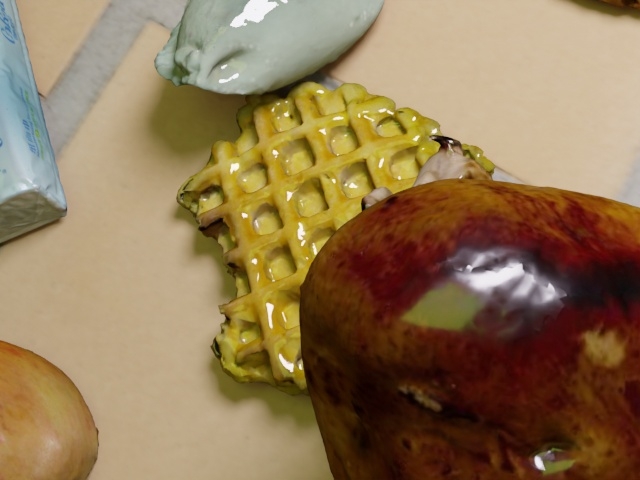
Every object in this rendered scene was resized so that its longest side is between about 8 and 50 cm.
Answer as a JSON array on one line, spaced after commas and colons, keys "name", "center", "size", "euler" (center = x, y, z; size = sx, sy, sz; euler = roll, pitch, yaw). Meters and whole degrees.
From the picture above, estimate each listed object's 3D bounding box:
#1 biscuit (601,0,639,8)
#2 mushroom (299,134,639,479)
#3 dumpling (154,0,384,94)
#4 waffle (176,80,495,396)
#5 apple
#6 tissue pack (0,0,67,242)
[{"name": "biscuit", "center": [0.263, -0.347, 1.256], "size": [0.289, 0.081, 0.334], "euler": [-32, 67, 11]}, {"name": "mushroom", "center": [0.148, 0.096, 1.100], "size": [0.345, 0.259, 0.346], "euler": [-1, 105, -4]}, {"name": "dumpling", "center": [-0.045, -0.199, 1.313], "size": [0.216, 0.105, 0.149], "euler": [-32, 62, -10]}, {"name": "waffle", "center": [-0.001, -0.001, 1.275], "size": [0.291, 0.051, 0.291], "euler": [-6, 70, 18]}, {"name": "apple", "center": [-0.334, 0.207, 1.287], "size": [0.251, 0.163, 0.293], "euler": [13, 78, 23]}, {"name": "tissue pack", "center": [-0.340, -0.117, 1.423], "size": [0.177, 0.089, 0.263], "euler": [-22, 69, 12]}]
